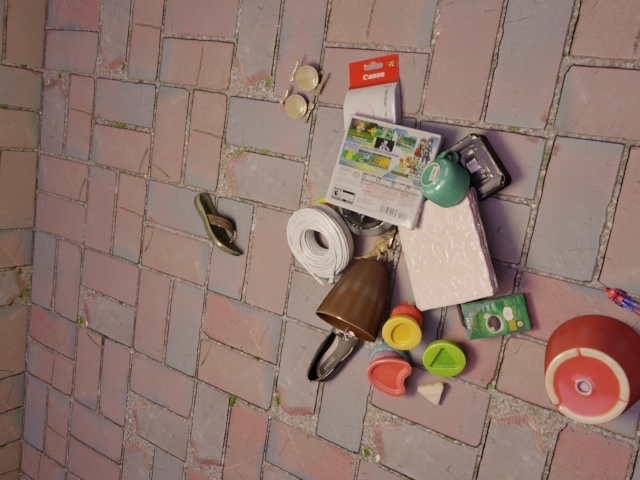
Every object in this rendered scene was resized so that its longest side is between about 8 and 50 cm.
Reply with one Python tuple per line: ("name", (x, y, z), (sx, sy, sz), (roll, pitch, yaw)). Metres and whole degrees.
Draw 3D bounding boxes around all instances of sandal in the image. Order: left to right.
("sandal", (-0.395, -0.069, 2.243), (0.086, 0.120, 0.303), (-34, 76, 15))

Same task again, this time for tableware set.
("tableware set", (-0.062, -0.524, 2.036), (0.128, 0.039, 0.194), (32, 117, 13))

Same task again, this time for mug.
("mug", (0.346, -0.180, 1.659), (0.129, 0.097, 0.158), (-44, 37, 32))

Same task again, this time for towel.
("towel", (0.374, 0.031, 1.749), (0.317, 0.053, 0.332), (-22, 77, 52))

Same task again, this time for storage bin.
("storage bin", (0.467, -0.216, 1.711), (0.122, 0.084, 0.180), (-34, 77, 30))

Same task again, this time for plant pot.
("plant pot", (0.129, 0.181, 1.881), (0.215, 0.215, 0.230), (19, 73, 29))
("plant pot", (0.715, 0.350, 1.518), (0.274, 0.243, 0.275), (4, 97, 32))

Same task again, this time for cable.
("cable", (0.000, 0.000, 1.970), (0.257, 0.089, 0.257), (43, 135, 16))

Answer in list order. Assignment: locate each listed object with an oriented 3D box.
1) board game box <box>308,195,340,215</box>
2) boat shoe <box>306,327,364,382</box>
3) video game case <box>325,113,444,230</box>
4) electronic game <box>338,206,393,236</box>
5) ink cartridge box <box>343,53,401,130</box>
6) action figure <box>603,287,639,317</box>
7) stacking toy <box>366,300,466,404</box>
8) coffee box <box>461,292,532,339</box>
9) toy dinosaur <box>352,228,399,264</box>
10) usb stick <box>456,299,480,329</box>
("board game box", (0.051, -0.117, 2.000), (0.181, 0.043, 0.092), (-26, 81, 31))
("boat shoe", (0.059, 0.374, 2.010), (0.112, 0.095, 0.335), (40, 114, 22))
("video game case", (0.194, -0.221, 1.823), (0.329, 0.036, 0.300), (21, 98, 30))
("electronic game", (0.161, -0.126, 1.888), (0.229, 0.048, 0.229), (-1, 88, 29))
("ink cartridge box", (0.166, -0.482, 1.890), (0.189, 0.066, 0.232), (-1, 98, 32))
("action figure", (0.822, 0.164, 1.560), (0.115, 0.030, 0.038), (39, 108, 28))
("stacking toy", (0.307, 0.364, 1.863), (0.279, 0.130, 0.309), (21, 121, 1))
("coffee box", (0.522, 0.226, 1.715), (0.184, 0.040, 0.113), (-14, 87, 14))
("toy dinosaur", (0.201, 0.037, 1.929), (0.183, 0.053, 0.093), (-39, 58, 23))
("usb stick", (0.441, 0.134, 1.783), (0.077, 0.045, 0.278), (-17, 86, 25))
